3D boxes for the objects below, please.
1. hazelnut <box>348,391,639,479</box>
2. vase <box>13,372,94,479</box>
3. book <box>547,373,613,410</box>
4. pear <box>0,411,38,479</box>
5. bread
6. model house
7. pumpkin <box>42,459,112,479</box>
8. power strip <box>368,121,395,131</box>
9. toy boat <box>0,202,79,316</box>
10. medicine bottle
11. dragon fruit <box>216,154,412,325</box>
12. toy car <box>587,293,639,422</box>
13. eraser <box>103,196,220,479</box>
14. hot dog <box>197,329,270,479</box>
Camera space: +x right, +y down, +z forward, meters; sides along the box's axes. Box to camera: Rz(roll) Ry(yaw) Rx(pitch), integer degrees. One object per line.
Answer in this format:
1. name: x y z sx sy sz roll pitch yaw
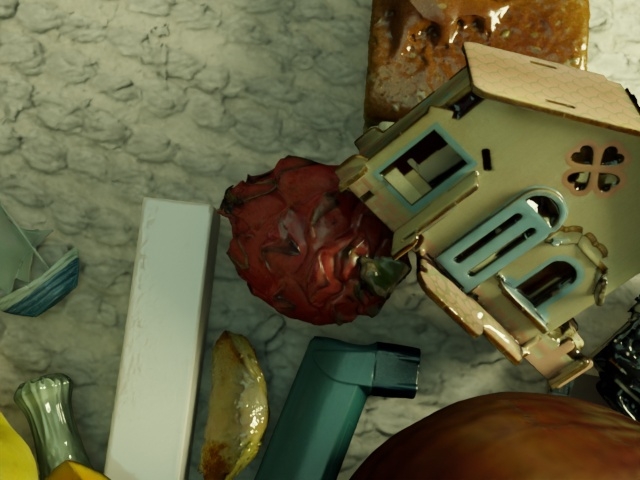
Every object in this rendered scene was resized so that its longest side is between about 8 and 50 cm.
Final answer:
1. hazelnut: 0.192 0.323 0.795 0.402 0.402 0.429 -36 47 -5
2. vase: -0.275 0.216 0.982 0.081 0.081 0.148 -18 79 -2
3. book: 0.327 0.215 1.009 0.182 0.014 0.127 11 82 1
4. pear: -0.473 0.257 0.835 0.418 0.362 0.362 -32 83 0
5. bread: 0.166 -0.198 1.020 0.234 0.110 0.184 6 83 0
6. model house: 0.209 -0.035 0.878 0.244 0.169 0.326 -39 109 21
7. pumpkin: -0.160 0.356 0.877 0.281 0.190 0.139 34 107 -22
8. power strip: 0.215 -0.066 1.002 0.368 0.106 0.043 6 58 2
9. toy boat: -0.337 0.024 1.028 0.149 0.034 0.105 30 81 4
10. medicine bottle: 0.009 0.212 0.977 0.124 0.079 0.258 24 83 5
11. dragon fruit: 0.000 0.000 0.965 0.210 0.172 0.172 34 83 18
12. toy car: 0.422 0.178 0.952 0.193 0.118 0.301 -43 86 -1
13. eraser: -0.165 0.109 0.994 0.078 0.076 0.298 6 82 2
14. hot dog: -0.084 0.182 0.989 0.078 0.061 0.168 -2 77 42
